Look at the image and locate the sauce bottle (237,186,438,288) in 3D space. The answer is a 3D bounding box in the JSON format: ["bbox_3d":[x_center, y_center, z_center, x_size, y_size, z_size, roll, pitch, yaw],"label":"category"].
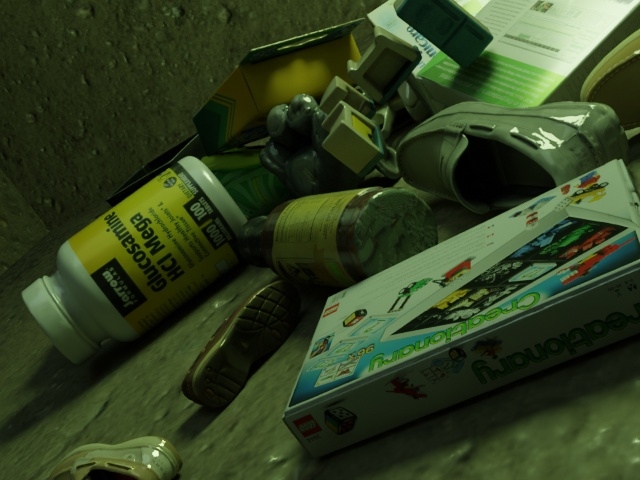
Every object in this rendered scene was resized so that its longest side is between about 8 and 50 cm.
[{"bbox_3d":[0.000,0.000,0.944,0.111,0.111,0.344,-41,16,-21],"label":"sauce bottle"}]

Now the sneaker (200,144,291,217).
[{"bbox_3d":[-0.083,-0.102,1.402,0.295,0.123,0.109,6,26,39],"label":"sneaker"}]

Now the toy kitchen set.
[{"bbox_3d":[0.108,-0.188,0.976,0.207,0.122,0.166,-49,21,25],"label":"toy kitchen set"}]

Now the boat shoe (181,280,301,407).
[{"bbox_3d":[-0.090,0.109,0.887,0.060,0.064,0.178,-11,31,50],"label":"boat shoe"}]

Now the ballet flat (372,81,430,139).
[{"bbox_3d":[0.116,-0.226,1.381,0.342,0.116,0.124,-30,37,16],"label":"ballet flat"}]

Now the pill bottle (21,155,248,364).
[{"bbox_3d":[-0.279,0.035,1.238,0.334,0.188,0.188,-38,17,-10],"label":"pill bottle"}]

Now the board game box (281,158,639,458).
[{"bbox_3d":[0.123,0.052,0.656,0.305,0.053,0.193,-27,17,23],"label":"board game box"}]

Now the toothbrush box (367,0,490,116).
[{"bbox_3d":[0.249,-0.335,1.230,0.283,0.122,0.206,-33,51,7],"label":"toothbrush box"}]

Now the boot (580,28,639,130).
[{"bbox_3d":[0.352,-0.138,0.691,0.262,0.095,0.203,-20,22,28],"label":"boot"}]

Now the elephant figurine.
[{"bbox_3d":[0.043,-0.133,1.185,0.169,0.186,0.239,24,17,35],"label":"elephant figurine"}]

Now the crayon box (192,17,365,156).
[{"bbox_3d":[-0.065,-0.238,1.294,0.203,0.083,0.323,-22,0,-25],"label":"crayon box"}]

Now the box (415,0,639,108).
[{"bbox_3d":[0.305,-0.277,1.023,0.322,0.058,0.232,-44,37,-4],"label":"box"}]

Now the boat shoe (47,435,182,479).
[{"bbox_3d":[-0.214,0.234,0.773,0.170,0.063,0.059,-24,13,29],"label":"boat shoe"}]

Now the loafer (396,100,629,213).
[{"bbox_3d":[0.171,-0.085,0.850,0.111,0.112,0.319,-32,15,-24],"label":"loafer"}]

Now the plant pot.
[{"bbox_3d":[-0.294,-0.094,1.663,0.187,0.167,0.188,-26,19,26],"label":"plant pot"}]
